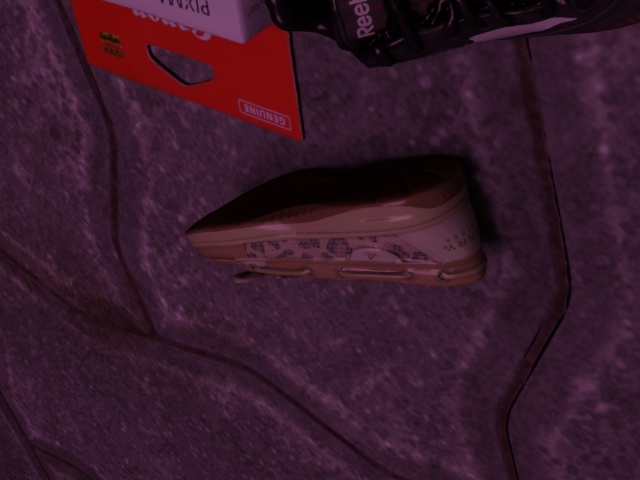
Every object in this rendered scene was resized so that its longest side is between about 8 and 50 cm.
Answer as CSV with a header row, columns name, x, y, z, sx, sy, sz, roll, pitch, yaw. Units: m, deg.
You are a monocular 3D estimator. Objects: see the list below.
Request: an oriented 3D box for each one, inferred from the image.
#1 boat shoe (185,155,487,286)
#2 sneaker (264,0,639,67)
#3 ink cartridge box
name,x,y,z,sx,sy,sz,roll,pitch,yaw
boat shoe,0.000,0.000,0.794,0.285,0.104,0.089,-3,118,47
sneaker,0.077,-0.147,0.547,0.276,0.135,0.098,13,130,38
ink cartridge box,-0.145,-0.203,0.799,0.275,0.060,0.239,23,136,32
